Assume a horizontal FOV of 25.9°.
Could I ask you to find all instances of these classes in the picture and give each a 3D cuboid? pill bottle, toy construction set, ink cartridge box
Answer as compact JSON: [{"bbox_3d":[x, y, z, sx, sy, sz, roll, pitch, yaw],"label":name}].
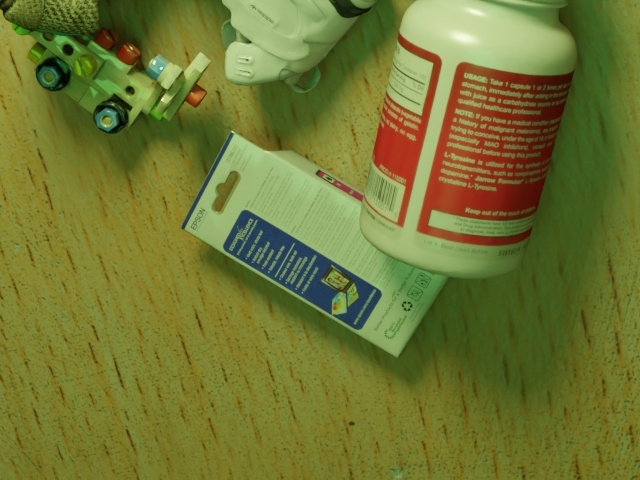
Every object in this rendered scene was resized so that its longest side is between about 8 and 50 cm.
[{"bbox_3d":[0.197,-0.175,1.794,0.229,0.229,0.407,15,111,9],"label":"pill bottle"},{"bbox_3d":[-0.292,-0.275,1.936,0.328,0.151,0.215,42,113,9],"label":"toy construction set"},{"bbox_3d":[0.000,0.000,1.991,0.371,0.069,0.176,30,113,0],"label":"ink cartridge box"}]

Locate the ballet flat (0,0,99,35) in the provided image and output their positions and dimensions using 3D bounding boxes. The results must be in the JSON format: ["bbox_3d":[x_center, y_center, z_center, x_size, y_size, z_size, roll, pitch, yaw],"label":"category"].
[{"bbox_3d":[-0.294,-0.497,1.823,0.182,0.164,0.483,14,85,-26],"label":"ballet flat"}]

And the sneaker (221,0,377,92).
[{"bbox_3d":[-0.118,-0.332,1.830,0.366,0.137,0.210,22,116,-18],"label":"sneaker"}]
